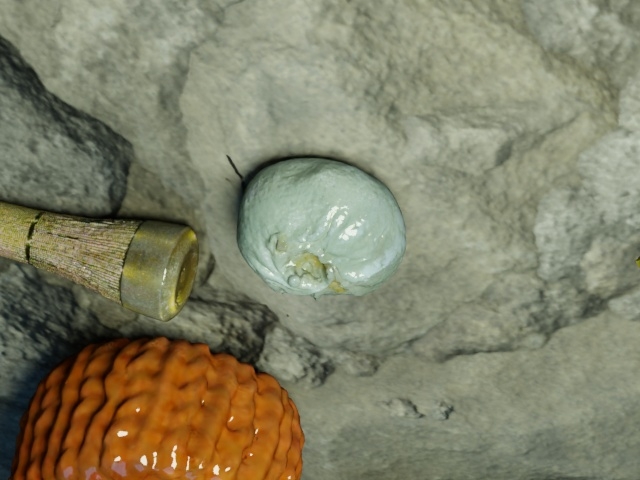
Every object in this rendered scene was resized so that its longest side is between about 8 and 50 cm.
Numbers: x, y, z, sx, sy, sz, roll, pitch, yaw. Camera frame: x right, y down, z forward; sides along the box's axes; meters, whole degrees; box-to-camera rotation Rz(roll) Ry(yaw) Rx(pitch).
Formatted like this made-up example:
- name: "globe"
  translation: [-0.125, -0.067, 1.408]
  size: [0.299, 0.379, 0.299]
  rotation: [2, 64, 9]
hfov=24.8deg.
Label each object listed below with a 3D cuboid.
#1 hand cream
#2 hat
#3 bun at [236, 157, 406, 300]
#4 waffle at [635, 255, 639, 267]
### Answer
- name: "hand cream"
  translation: [-0.209, 0.009, 1.243]
  size: [0.203, 0.084, 0.084]
  rotation: [13, 139, 9]
- name: "hat"
  translation: [-0.184, 0.288, 1.302]
  size: [0.285, 0.400, 0.285]
  rotation: [10, 136, 10]
- name: "bun"
  translation: [0.000, 0.000, 1.167]
  size: [0.140, 0.083, 0.141]
  rotation: [6, 137, 5]
- name: "waffle"
  translation: [0.410, 0.022, 1.090]
  size: [0.325, 0.068, 0.302]
  rotation: [31, 136, -21]
